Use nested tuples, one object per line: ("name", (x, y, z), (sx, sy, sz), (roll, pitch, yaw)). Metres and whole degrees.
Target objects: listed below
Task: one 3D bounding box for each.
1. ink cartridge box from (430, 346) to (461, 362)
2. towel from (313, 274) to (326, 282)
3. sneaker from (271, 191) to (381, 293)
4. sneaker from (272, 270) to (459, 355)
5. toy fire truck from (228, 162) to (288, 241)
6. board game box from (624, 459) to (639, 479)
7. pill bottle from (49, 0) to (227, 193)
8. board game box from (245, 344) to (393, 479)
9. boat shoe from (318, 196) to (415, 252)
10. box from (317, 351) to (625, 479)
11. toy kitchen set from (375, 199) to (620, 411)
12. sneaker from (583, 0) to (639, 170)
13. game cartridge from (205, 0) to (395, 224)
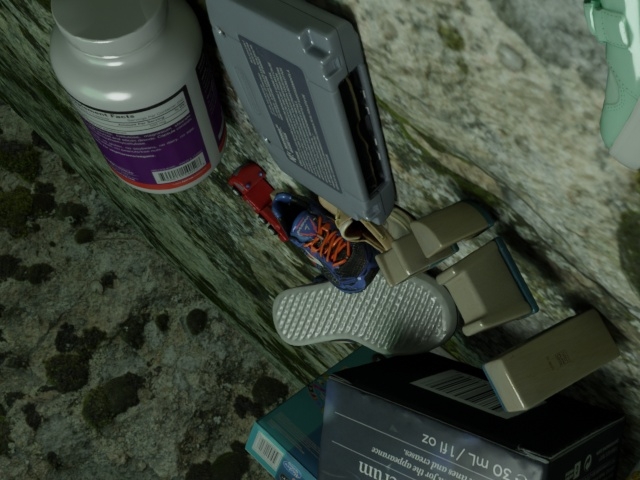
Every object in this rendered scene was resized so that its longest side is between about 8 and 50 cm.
("ink cartridge box", (0.151, 0.288, 1.145), (0.134, 0.231, 0.078), (37, 162, 25))
("towel", (0.033, 0.099, 1.338), (0.067, 0.029, 0.119), (54, 162, -26))
("sneaker", (0.000, 0.000, 1.004), (0.087, 0.083, 0.221), (30, -176, -43))
("sneaker", (0.080, 0.092, 1.059), (0.321, 0.127, 0.126), (-4, 92, 46))
("toy fire truck", (-0.059, -0.048, 1.167), (0.192, 0.047, 0.135), (48, 163, -8))
("board game box", (0.426, 0.324, 0.713), (0.144, 0.142, 0.275), (49, 164, -15))
("pill bottle", (-0.229, -0.203, 0.956), (0.181, 0.181, 0.323), (40, 163, 17))
("board game box", (0.080, 0.335, 1.277), (0.254, 0.336, 0.079), (39, 129, 22))
("boat shoe", (0.047, -0.026, 0.932), (0.170, 0.059, 0.063), (28, 157, 45))
("box", (0.161, 0.371, 0.903), (0.293, 0.395, 0.212), (12, -169, 41))
("toy kitchen set", (0.174, 0.065, 0.786), (0.207, 0.122, 0.166), (64, 160, 10))
("sneaker", (0.129, -0.155, 0.341), (0.151, 0.094, 0.256), (29, 149, 29))
("game cartridge", (-0.021, -0.151, 0.809), (0.196, 0.060, 0.294), (31, 159, 30))
